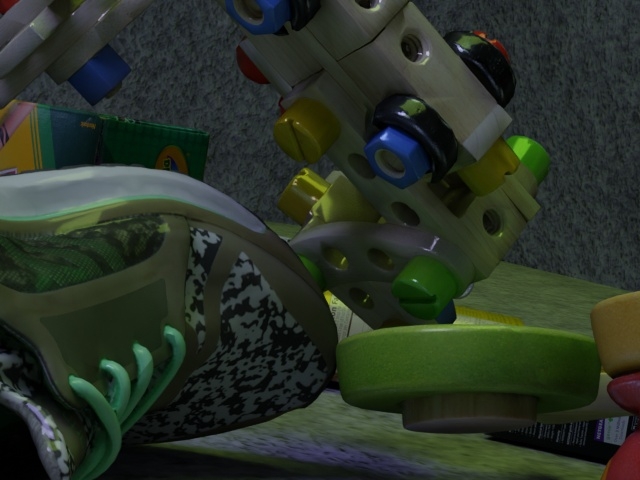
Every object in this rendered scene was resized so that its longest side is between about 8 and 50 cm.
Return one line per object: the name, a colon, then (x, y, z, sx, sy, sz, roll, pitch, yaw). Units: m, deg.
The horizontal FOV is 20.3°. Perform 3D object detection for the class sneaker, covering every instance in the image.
sneaker: (-0.134, 0.064, 0.764, 0.410, 0.158, 0.182, 11, 33, -44)

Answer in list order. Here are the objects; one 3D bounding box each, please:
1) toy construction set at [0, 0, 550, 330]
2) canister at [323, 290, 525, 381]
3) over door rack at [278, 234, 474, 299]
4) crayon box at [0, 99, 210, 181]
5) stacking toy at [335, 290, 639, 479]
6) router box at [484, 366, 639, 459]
toy construction set: (-0.016, -0.069, 0.934, 0.327, 0.151, 0.215, 34, -27, -19)
canister: (0.059, 0.074, 1.294, 0.170, 0.073, 0.126, 11, 3, 2)
over door rack: (0.000, 0.000, 2.173, 0.324, 0.108, 0.239, 7, 3, -41)
crayon box: (-0.191, -0.005, 1.117, 0.081, 0.165, 0.278, 7, 4, -41)
stacking toy: (0.167, 0.116, 0.874, 0.279, 0.130, 0.309, -8, -15, 36)
router box: (0.197, 0.115, 1.203, 0.133, 0.046, 0.179, 10, 3, 18)
